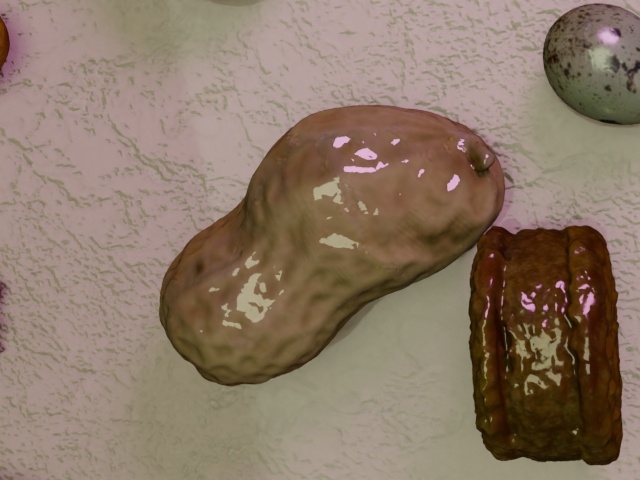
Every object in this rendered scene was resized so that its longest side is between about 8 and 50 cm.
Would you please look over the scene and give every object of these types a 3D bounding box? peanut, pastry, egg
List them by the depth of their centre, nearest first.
[{"bbox_3d":[0.169,0.077,1.030,0.103,0.189,0.189,-3,92,13],"label":"pastry"},{"bbox_3d":[0.221,-0.132,1.061,0.110,0.085,0.085,27,98,-7],"label":"egg"},{"bbox_3d":[-0.003,-0.009,1.081,0.291,0.143,0.159,-35,110,11],"label":"peanut"}]

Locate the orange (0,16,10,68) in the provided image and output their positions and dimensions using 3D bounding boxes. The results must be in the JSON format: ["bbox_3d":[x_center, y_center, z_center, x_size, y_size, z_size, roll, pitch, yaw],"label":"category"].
[{"bbox_3d":[-0.297,-0.163,1.167,0.085,0.085,0.085,1,93,11],"label":"orange"}]

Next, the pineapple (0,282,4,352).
[{"bbox_3d":[-0.374,0.058,1.214,0.221,0.047,0.221,0,90,9],"label":"pineapple"}]
